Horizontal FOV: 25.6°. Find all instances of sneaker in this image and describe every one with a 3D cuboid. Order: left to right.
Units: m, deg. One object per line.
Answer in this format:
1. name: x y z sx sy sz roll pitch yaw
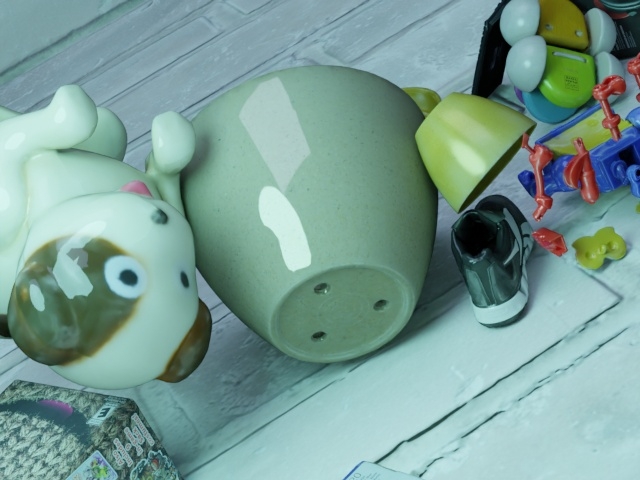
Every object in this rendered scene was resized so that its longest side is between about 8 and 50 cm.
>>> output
1. sneaker: 0.197 -0.006 1.630 0.078 0.106 0.234 -17 29 18

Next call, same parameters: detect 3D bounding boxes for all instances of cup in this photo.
1. cup: 0.000 0.000 1.627 0.331 0.331 0.237 -24 48 8

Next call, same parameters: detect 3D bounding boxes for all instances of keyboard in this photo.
1. keyboard: 0.248 -0.272 1.991 0.023 0.180 0.108 34 60 19

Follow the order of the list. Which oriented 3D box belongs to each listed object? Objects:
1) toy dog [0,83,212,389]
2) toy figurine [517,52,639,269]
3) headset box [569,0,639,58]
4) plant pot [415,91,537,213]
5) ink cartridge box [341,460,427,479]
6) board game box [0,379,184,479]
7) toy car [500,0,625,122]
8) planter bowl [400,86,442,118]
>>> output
1. toy dog: -0.289 0.014 1.525 0.408 0.284 0.395 27 89 50
2. toy figurine: 0.347 -0.140 1.652 0.362 0.191 0.217 -33 22 -12
3. headset box: 0.395 -0.368 1.956 0.293 0.218 0.110 -6 34 34
4. plant pot: 0.163 -0.111 1.581 0.134 0.095 0.134 -47 -8 -9
5. ink cartridge box: 0.049 0.309 1.284 0.223 0.045 0.224 -42 29 -26
6. board game box: -0.332 0.307 1.531 0.232 0.141 0.291 1 38 44
7. toy car: 0.313 -0.237 1.902 0.136 0.159 0.182 121 154 -50
8. planter bowl: 0.083 -0.116 1.942 0.217 0.090 0.217 -21 28 12
